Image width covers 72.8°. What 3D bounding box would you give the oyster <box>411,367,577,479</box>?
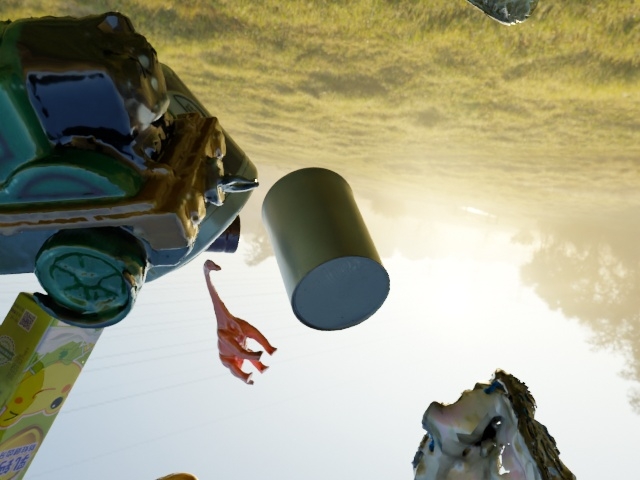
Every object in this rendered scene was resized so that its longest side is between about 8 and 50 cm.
[{"bbox_3d":[0.179,0.271,0.497,0.092,0.260,0.198,24,152,-27],"label":"oyster"}]

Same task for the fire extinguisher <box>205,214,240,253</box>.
[{"bbox_3d":[-0.380,-0.030,1.084,0.337,0.114,0.135,4,176,-26],"label":"fire extinguisher"}]

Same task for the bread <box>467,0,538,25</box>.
[{"bbox_3d":[0.209,-0.487,0.737,0.367,0.077,0.084,41,-145,10],"label":"bread"}]

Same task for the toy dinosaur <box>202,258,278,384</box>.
[{"bbox_3d":[-0.112,0.134,0.590,0.101,0.280,0.055,26,-136,19],"label":"toy dinosaur"}]

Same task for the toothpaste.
[{"bbox_3d":[-0.438,0.231,0.621,0.077,0.327,0.110,25,174,16],"label":"toothpaste"}]

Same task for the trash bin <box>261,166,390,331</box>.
[{"bbox_3d":[0.000,0.000,1.163,0.280,0.280,0.432,8,-145,-22],"label":"trash bin"}]

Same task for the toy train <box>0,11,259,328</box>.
[{"bbox_3d":[-0.270,-0.073,0.351,0.429,0.249,0.178,-4,-142,2],"label":"toy train"}]

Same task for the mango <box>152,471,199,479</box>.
[{"bbox_3d":[-0.270,0.423,0.664,0.190,0.075,0.098,-13,-151,-33],"label":"mango"}]

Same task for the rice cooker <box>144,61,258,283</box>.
[{"bbox_3d":[-0.263,-0.098,0.681,0.277,0.288,0.288,51,162,-26],"label":"rice cooker"}]
